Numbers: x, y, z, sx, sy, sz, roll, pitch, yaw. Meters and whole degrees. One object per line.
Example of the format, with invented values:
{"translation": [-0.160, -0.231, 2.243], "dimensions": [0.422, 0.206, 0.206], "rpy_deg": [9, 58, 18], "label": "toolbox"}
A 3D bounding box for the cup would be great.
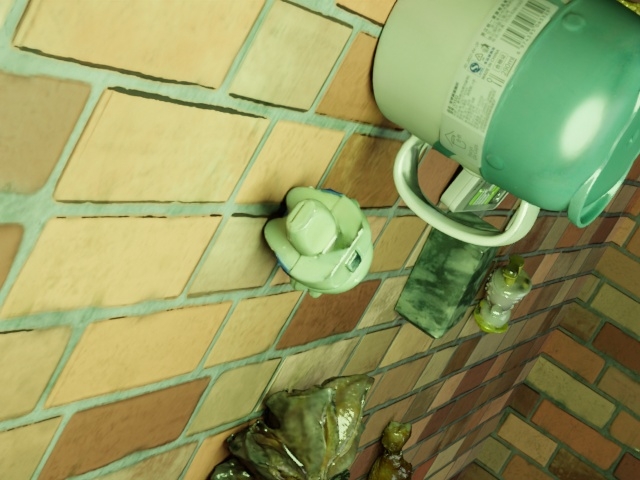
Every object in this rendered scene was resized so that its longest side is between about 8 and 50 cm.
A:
{"translation": [0.189, -0.136, 1.221], "dimensions": [0.219, 0.257, 0.290], "rpy_deg": [-5, 127, -61], "label": "cup"}

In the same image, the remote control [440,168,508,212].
{"translation": [0.245, -0.089, 1.779], "dimensions": [0.103, 0.034, 0.250], "rpy_deg": [-51, 165, 15], "label": "remote control"}

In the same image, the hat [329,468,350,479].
{"translation": [0.030, 0.456, 2.148], "dimensions": [0.121, 0.050, 0.121], "rpy_deg": [-52, 163, -22], "label": "hat"}

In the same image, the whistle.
{"translation": [0.000, 0.000, 1.216], "dimensions": [0.110, 0.092, 0.244], "rpy_deg": [-54, 164, -2], "label": "whistle"}

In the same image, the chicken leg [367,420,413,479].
{"translation": [0.139, 0.429, 2.356], "dimensions": [0.252, 0.087, 0.107], "rpy_deg": [92, 14, -47], "label": "chicken leg"}

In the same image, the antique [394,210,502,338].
{"translation": [0.189, 0.053, 1.807], "dimensions": [0.088, 0.086, 0.183], "rpy_deg": [-30, 148, -53], "label": "antique"}

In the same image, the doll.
{"translation": [0.347, 0.111, 2.332], "dimensions": [0.129, 0.081, 0.207], "rpy_deg": [-57, 170, -42], "label": "doll"}

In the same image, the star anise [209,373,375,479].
{"translation": [-0.050, 0.293, 1.558], "dimensions": [0.331, 0.117, 0.332], "rpy_deg": [-39, 152, -25], "label": "star anise"}

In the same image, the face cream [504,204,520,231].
{"translation": [0.364, -0.054, 2.187], "dimensions": [0.115, 0.020, 0.038], "rpy_deg": [-55, 163, -2], "label": "face cream"}

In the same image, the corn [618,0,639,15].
{"translation": [0.397, -0.247, 1.830], "dimensions": [0.091, 0.091, 0.260], "rpy_deg": [-15, 132, -61], "label": "corn"}
